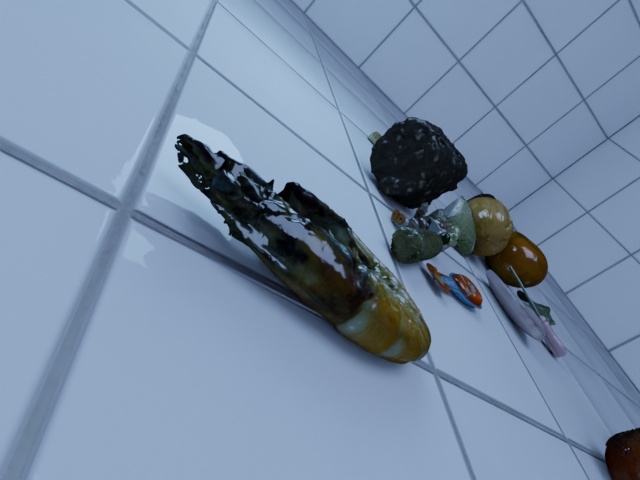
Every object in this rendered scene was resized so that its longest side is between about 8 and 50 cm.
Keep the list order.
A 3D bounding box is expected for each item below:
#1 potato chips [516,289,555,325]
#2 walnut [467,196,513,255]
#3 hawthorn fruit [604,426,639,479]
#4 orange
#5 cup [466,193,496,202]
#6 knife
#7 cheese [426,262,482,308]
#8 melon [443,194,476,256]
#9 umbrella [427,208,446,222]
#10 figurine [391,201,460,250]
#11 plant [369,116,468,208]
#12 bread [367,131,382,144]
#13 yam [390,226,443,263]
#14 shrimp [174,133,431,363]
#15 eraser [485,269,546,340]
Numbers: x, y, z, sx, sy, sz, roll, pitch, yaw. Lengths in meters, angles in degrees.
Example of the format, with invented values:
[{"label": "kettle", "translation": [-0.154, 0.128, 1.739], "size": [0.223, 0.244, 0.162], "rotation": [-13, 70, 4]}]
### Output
[{"label": "potato chips", "translation": [0.777, 0.250, 1.475], "size": [0.167, 0.059, 0.228], "rotation": [43, 24, 0]}, {"label": "walnut", "translation": [0.562, -0.048, 1.404], "size": [0.195, 0.195, 0.222], "rotation": [44, 28, -9]}, {"label": "hawthorn fruit", "translation": [0.757, 0.534, 0.893], "size": [0.181, 0.181, 0.235], "rotation": [19, 34, -48]}, {"label": "orange", "translation": [0.716, 0.073, 1.503], "size": [0.240, 0.171, 0.240], "rotation": [31, 27, -18]}, {"label": "cup", "translation": [0.626, -0.076, 1.621], "size": [0.223, 0.169, 0.176], "rotation": [-17, 71, -26]}, {"label": "knife", "translation": [0.709, 0.236, 1.346], "size": [0.336, 0.043, 0.081], "rotation": [59, 16, 3]}, {"label": "cheese", "translation": [0.326, 0.109, 0.970], "size": [0.256, 0.037, 0.106], "rotation": [22, 34, -46]}, {"label": "melon", "translation": [0.423, -0.037, 1.314], "size": [0.139, 0.093, 0.202], "rotation": [-12, 91, -33]}, {"label": "umbrella", "translation": [0.346, -0.056, 1.217], "size": [0.062, 0.067, 0.143], "rotation": [20, 30, 9]}, {"label": "figurine", "translation": [0.268, -0.034, 1.018], "size": [0.197, 0.093, 0.147], "rotation": [30, 17, -33]}, {"label": "plant", "translation": [0.292, -0.204, 1.163], "size": [0.312, 0.215, 0.213], "rotation": [15, 45, -56]}, {"label": "bread", "translation": [0.213, -0.367, 1.492], "size": [0.068, 0.028, 0.154], "rotation": [46, 23, -1]}, {"label": "yam", "translation": [0.211, 0.009, 0.885], "size": [0.078, 0.078, 0.179], "rotation": [56, 26, 17]}, {"label": "shrimp", "translation": [0.000, 0.000, 0.550], "size": [0.445, 0.085, 0.272], "rotation": [38, 21, -29]}, {"label": "eraser", "translation": [0.603, 0.217, 1.240], "size": [0.204, 0.059, 0.243], "rotation": [40, 22, -19]}]
